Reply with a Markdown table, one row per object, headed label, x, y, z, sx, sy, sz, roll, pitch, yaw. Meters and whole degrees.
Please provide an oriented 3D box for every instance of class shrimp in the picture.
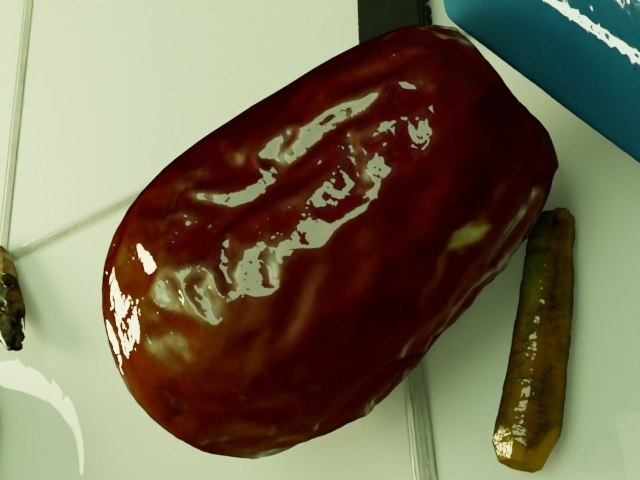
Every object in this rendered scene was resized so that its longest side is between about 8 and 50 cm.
| label | x | y | z | sx | sy | sz | roll | pitch | yaw |
| --- | --- | --- | --- | --- | --- | --- | --- | --- | --- |
| shrimp | -0.369 | 0.086 | 1.009 | 0.147 | 0.035 | 0.195 | -35 | 41 | -4 |

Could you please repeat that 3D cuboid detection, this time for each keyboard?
| label | x | y | z | sx | sy | sz | roll | pitch | yaw |
| --- | --- | --- | --- | --- | --- | --- | --- | --- | --- |
| keyboard | 0.061 | -0.231 | 0.840 | 0.072 | 0.023 | 0.231 | -24 | 55 | 38 |

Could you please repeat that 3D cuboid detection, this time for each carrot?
| label | x | y | z | sx | sy | sz | roll | pitch | yaw |
| --- | --- | --- | --- | --- | --- | --- | --- | --- | --- |
| carrot | 0.139 | 0.060 | 0.625 | 0.042 | 0.042 | 0.171 | -5 | 64 | 38 |

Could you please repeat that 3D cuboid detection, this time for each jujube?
| label | x | y | z | sx | sy | sz | roll | pitch | yaw |
| --- | --- | --- | --- | --- | --- | --- | --- | --- | --- |
| jujube | 0.000 | 0.000 | 0.658 | 0.318 | 0.223 | 0.223 | -40 | 49 | 14 |

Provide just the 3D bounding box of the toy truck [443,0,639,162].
| label | x | y | z | sx | sy | sz | roll | pitch | yaw |
| --- | --- | --- | --- | --- | --- | --- | --- | --- | --- |
| toy truck | 0.217 | -0.130 | 0.527 | 0.162 | 0.161 | 0.385 | -20 | 44 | -19 |
